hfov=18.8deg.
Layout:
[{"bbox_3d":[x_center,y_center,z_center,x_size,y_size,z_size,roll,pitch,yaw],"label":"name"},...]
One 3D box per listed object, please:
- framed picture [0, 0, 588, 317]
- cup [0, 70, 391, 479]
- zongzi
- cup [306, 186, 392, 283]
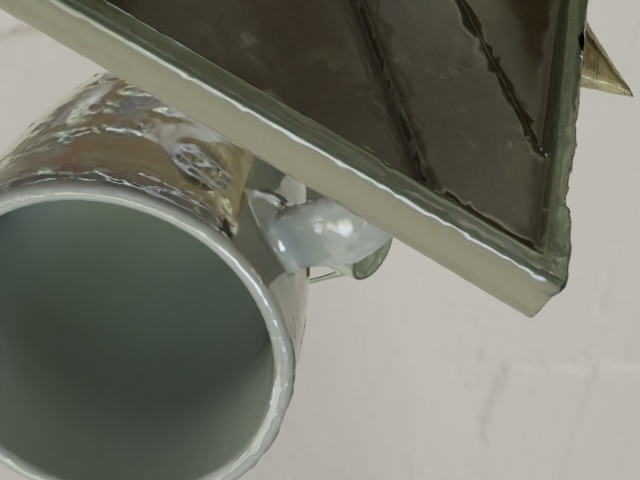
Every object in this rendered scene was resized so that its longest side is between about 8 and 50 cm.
[{"bbox_3d":[0.005,-0.146,0.768,0.022,0.247,0.335,-47,-160,40],"label":"framed picture"},{"bbox_3d":[-0.074,-0.019,1.173,0.301,0.227,0.257,-21,-150,24],"label":"cup"},{"bbox_3d":[0.122,-0.115,0.967,0.083,0.076,0.040,17,-156,37],"label":"zongzi"},{"bbox_3d":[-0.001,-0.002,1.322,0.083,0.054,0.075,28,-93,27],"label":"cup"}]
